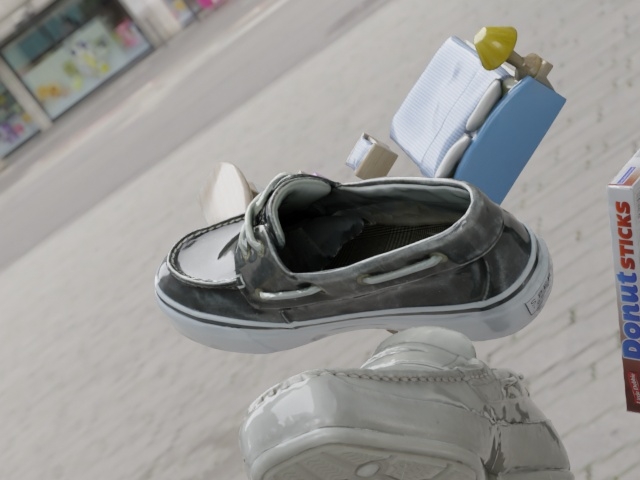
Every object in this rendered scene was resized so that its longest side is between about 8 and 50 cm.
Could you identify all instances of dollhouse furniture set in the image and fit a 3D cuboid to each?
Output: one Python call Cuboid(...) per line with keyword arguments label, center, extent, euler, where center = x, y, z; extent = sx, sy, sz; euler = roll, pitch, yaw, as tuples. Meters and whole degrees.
Cuboid(label="dollhouse furniture set", center=(0.042, -0.118, 1.279), extent=(0.303, 0.198, 0.286), euler=(-57, 25, 13))

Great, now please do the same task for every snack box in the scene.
Cuboid(label="snack box", center=(0.224, 0.029, 0.903), extent=(0.022, 0.178, 0.064), euler=(7, 32, 33))

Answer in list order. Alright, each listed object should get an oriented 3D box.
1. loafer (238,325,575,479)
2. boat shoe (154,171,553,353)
Cuboid(label="loafer", center=(0.049, 0.103, 0.725), extent=(0.112, 0.111, 0.319), euler=(-26, -23, 18))
Cuboid(label="boat shoe", center=(0.000, 0.000, 0.933), extent=(0.335, 0.119, 0.121), euler=(-6, 46, 36))
